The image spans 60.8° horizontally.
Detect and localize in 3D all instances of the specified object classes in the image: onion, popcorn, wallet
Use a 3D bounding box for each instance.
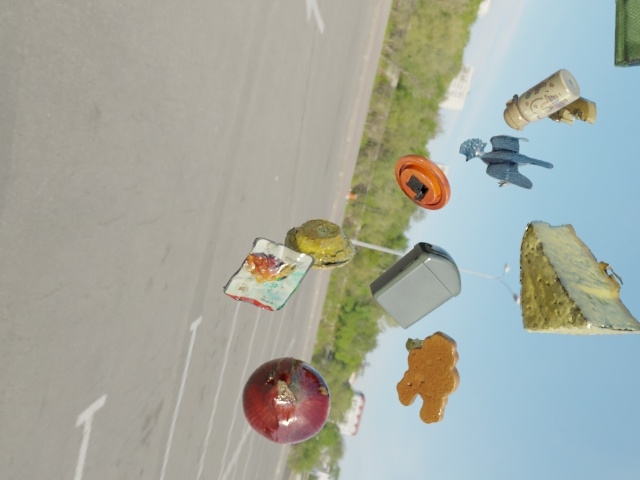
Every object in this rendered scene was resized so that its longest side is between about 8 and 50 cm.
[{"bbox_3d":[-0.096,0.441,1.503,0.161,0.248,0.248,-2,106,-83],"label":"onion"},{"bbox_3d":[0.375,0.418,2.120,0.109,0.097,0.089,166,-58,-73],"label":"popcorn"},{"bbox_3d":[0.756,-0.457,1.155,0.055,0.236,0.160,1,90,-63],"label":"wallet"}]

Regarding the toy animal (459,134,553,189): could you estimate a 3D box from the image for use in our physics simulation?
[{"bbox_3d":[0.548,-0.236,1.614,0.176,0.256,0.239,60,33,-45],"label":"toy animal"}]

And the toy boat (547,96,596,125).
[{"bbox_3d":[0.958,-0.517,2.135,0.321,0.089,0.121,-115,-137,-58],"label":"toy boat"}]

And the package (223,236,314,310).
[{"bbox_3d":[-0.129,0.092,1.354,0.232,0.166,0.040,-53,-158,34],"label":"package"}]

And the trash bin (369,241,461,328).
[{"bbox_3d":[0.278,0.121,1.543,0.236,0.176,0.101,-39,-159,13],"label":"trash bin"}]

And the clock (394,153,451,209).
[{"bbox_3d":[0.314,-0.179,1.698,0.051,0.205,0.205,-41,160,-24],"label":"clock"}]

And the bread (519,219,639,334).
[{"bbox_3d":[0.673,0.097,1.410,0.279,0.249,0.315,177,-82,-69],"label":"bread"}]

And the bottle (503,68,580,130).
[{"bbox_3d":[0.629,-0.406,1.582,0.209,0.097,0.110,-30,-105,47],"label":"bottle"}]

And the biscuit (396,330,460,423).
[{"bbox_3d":[0.380,0.464,1.877,0.047,0.202,0.333,-11,124,-47],"label":"biscuit"}]

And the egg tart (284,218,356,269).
[{"bbox_3d":[0.000,0.000,2.124,0.294,0.295,0.116,-69,170,-57],"label":"egg tart"}]
